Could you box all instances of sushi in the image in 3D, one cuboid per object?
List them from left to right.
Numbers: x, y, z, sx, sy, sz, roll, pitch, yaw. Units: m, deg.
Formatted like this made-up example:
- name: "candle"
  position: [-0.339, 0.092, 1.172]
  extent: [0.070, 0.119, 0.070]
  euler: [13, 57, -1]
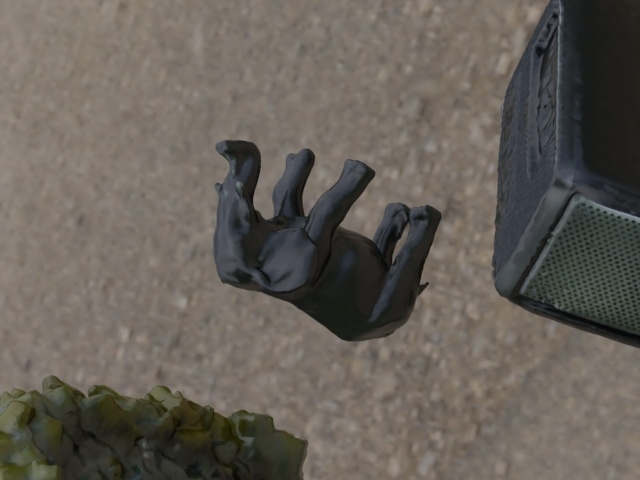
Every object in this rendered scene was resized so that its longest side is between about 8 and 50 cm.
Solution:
- name: "sushi"
  position: [-0.153, 0.268, 1.084]
  extent: [0.240, 0.397, 0.351]
  euler: [-30, 64, 25]

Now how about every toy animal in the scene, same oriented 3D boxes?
- name: "toy animal"
  position: [0.001, -0.001, 1.313]
  extent: [0.146, 0.245, 0.114]
  euler: [-66, 17, -11]

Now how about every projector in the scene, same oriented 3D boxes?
- name: "projector"
  position: [0.417, -0.069, 1.774]
  extent: [0.242, 0.405, 0.395]
  euler: [113, 170, -45]
